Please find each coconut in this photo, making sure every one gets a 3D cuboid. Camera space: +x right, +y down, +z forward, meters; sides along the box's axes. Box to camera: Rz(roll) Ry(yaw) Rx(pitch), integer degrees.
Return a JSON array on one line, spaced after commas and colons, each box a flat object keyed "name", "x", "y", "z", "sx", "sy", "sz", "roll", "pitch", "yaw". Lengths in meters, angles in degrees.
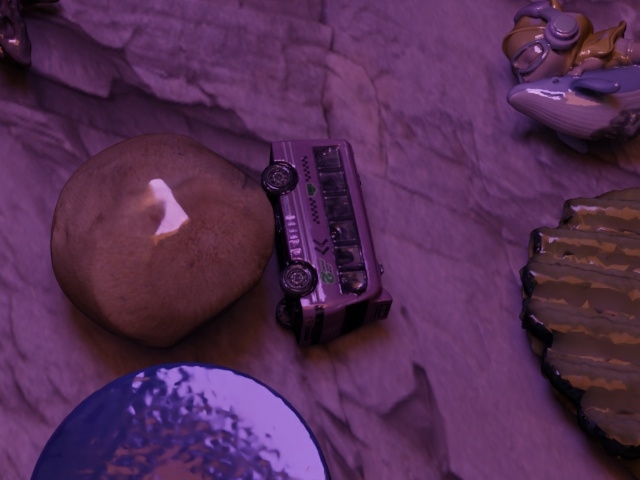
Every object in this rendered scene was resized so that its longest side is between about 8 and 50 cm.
[{"name": "coconut", "x": -0.153, "y": -0.002, "z": 1.175, "sx": 0.224, "sy": 0.224, "sz": 0.224, "roll": 0, "pitch": 67, "yaw": -1}]

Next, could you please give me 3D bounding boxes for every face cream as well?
[{"name": "face cream", "x": -0.106, "y": 0.254, "z": 1.043, "sx": 0.249, "sy": 0.225, "sz": 0.249, "roll": -1, "pitch": 65, "yaw": 2}]

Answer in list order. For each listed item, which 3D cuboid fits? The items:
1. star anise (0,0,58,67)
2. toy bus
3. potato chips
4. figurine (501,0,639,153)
[{"name": "star anise", "x": -0.390, "y": -0.278, "z": 1.331, "sx": 0.199, "sy": 0.110, "sz": 0.257, "roll": -15, "pitch": 61, "yaw": -7}, {"name": "toy bus", "x": 0.000, "y": 0.000, "z": 1.226, "sx": 0.108, "sy": 0.096, "sz": 0.198, "roll": -7, "pitch": 64, "yaw": -9}, {"name": "potato chips", "x": 0.401, "y": 0.109, "z": 1.204, "sx": 0.429, "sy": 0.070, "sz": 0.358, "roll": 12, "pitch": 64, "yaw": 3}, {"name": "figurine", "x": 0.288, "y": -0.183, "z": 1.298, "sx": 0.209, "sy": 0.128, "sz": 0.183, "roll": -24, "pitch": 66, "yaw": -20}]
